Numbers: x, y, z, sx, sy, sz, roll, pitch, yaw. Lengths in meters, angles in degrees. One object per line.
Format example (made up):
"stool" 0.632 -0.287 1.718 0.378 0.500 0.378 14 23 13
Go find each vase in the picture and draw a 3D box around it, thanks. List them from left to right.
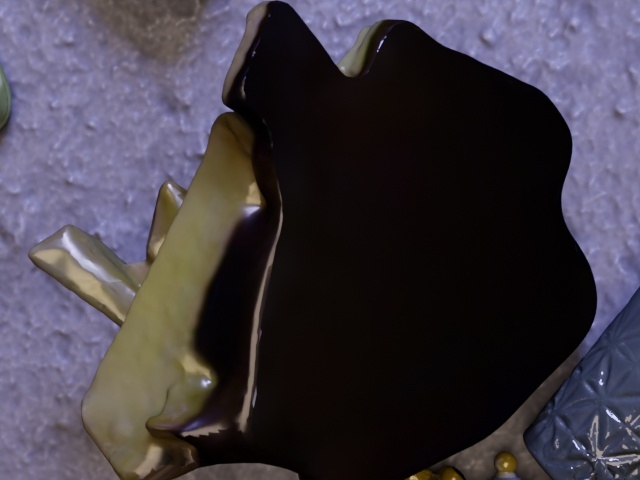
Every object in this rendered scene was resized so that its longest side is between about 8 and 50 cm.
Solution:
"vase" 0.306 0.095 0.886 0.301 0.156 0.251 -47 50 11

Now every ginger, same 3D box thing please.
"ginger" 0.000 0.000 0.866 0.413 0.211 0.358 -11 101 -34

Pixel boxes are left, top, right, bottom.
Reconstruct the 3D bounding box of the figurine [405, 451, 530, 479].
"figurine" 0.133 0.224 0.946 0.143 0.068 0.101 42 100 12

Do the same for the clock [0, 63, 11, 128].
"clock" -0.375 -0.172 0.935 0.170 0.069 0.232 -23 93 4
